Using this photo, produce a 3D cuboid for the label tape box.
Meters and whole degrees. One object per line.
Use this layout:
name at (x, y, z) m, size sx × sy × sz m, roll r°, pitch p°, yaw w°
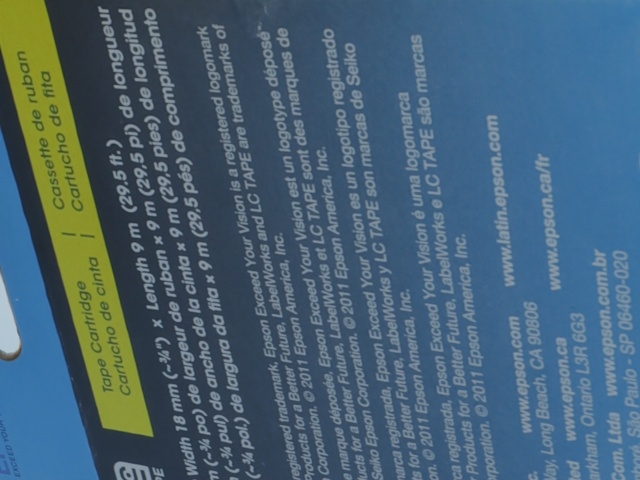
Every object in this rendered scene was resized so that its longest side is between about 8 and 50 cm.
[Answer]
label tape box at (0.000, 0.000, 0.568) m, size 0.106 × 0.333 × 0.241 m, roll -45°, pitch -47°, yaw -48°
